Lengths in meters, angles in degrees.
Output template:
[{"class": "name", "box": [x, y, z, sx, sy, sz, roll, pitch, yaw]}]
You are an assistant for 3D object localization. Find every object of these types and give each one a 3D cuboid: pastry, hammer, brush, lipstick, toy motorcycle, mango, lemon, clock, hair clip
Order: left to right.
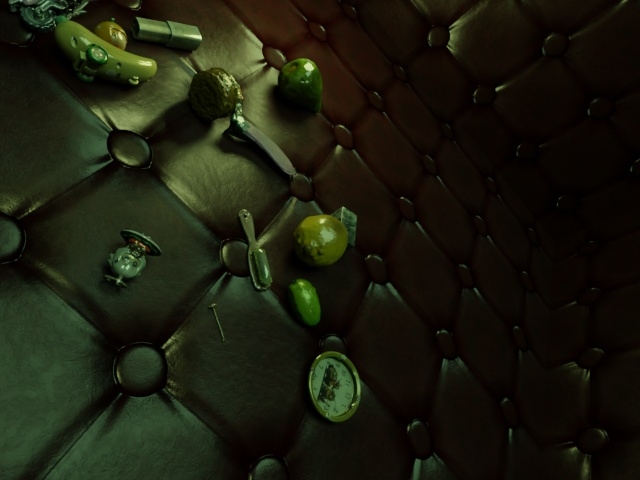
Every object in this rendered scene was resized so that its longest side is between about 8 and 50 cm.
[{"class": "toy motorcycle", "box": [-0.861, -0.810, 1.500, 0.188, 0.143, 0.327, 39, 61, -13]}, {"class": "lipstick", "box": [-0.585, -0.789, 1.777, 0.253, 0.077, 0.079, -14, 76, -47]}, {"class": "pastry", "box": [-0.397, -0.541, 1.728, 0.189, 0.188, 0.103, 57, 37, -1]}, {"class": "hammer", "box": [-0.319, 0.256, 1.452, 0.029, 0.014, 0.123, -13, 78, -37]}, {"class": "brush", "box": [-0.225, 0.023, 1.642, 0.072, 0.067, 0.313, 1, 63, -41]}, {"class": "hair clip", "box": [-0.229, -0.382, 1.876, 0.358, 0.110, 0.096, 31, 88, -31]}, {"class": "mango", "box": [-0.051, 0.220, 1.658, 0.119, 0.100, 0.178, -21, 89, -50]}, {"class": "lemon", "box": [0.000, 0.000, 1.763, 0.204, 0.204, 0.260, 57, 28, 0]}, {"class": "clock", "box": [0.039, 0.504, 1.605, 0.237, 0.057, 0.237, 20, 56, -33]}]

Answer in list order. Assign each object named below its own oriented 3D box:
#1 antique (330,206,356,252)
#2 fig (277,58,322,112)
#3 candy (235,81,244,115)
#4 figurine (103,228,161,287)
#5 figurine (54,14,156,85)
[{"class": "antique", "box": [0.091, -0.048, 1.957, 0.086, 0.088, 0.183, 30, 49, -28]}, {"class": "fig", "box": [-0.063, -0.694, 2.142, 0.275, 0.206, 0.206, 42, 40, -47]}, {"class": "candy", "box": [-0.342, -0.591, 1.908, 0.053, 0.046, 0.182, 13, 56, -40]}, {"class": "figurine", "box": [-0.537, 0.062, 1.302, 0.132, 0.132, 0.154, 36, 60, -22]}, {"class": "figurine", "box": [-0.702, -0.627, 1.542, 0.324, 0.124, 0.222, 2, 66, -47]}]
